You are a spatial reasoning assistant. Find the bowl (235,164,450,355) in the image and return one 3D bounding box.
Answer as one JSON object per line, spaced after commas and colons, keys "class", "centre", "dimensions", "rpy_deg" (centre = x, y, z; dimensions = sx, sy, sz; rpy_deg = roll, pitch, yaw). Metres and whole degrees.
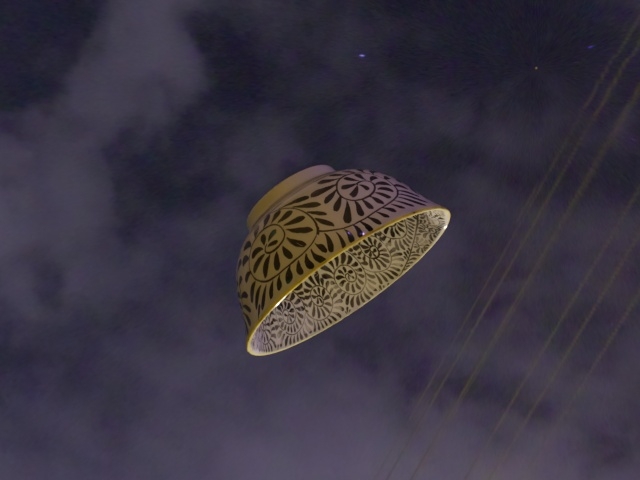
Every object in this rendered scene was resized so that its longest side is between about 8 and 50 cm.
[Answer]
{"class": "bowl", "centre": [0.000, 0.000, 0.696], "dimensions": [0.170, 0.170, 0.080], "rpy_deg": [-39, -107, 16]}
